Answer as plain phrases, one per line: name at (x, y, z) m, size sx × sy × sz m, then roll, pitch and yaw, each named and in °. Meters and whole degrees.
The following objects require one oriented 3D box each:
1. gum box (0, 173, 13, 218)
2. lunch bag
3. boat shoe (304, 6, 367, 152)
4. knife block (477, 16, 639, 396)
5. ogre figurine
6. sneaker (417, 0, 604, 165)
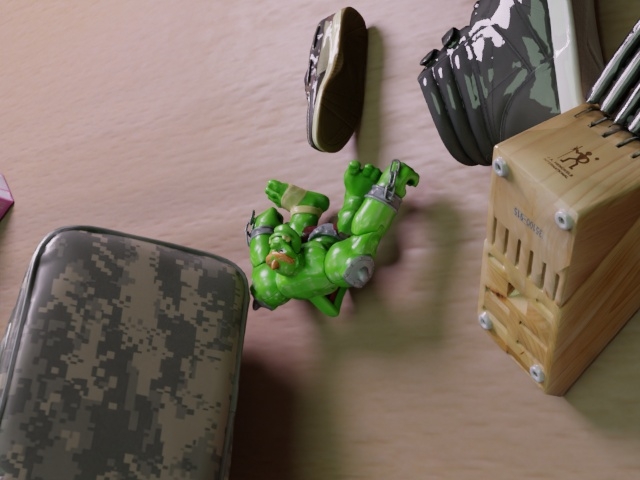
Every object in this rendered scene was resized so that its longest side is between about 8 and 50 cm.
gum box at (-0.519, -0.056, 1.293) m, size 0.107 × 0.188 × 0.062 m, roll -48°, pitch 51°, yaw 18°
lunch bag at (-0.202, 0.177, 0.909) m, size 0.256 × 0.212 × 0.305 m, roll 122°, pitch 156°, yaw -56°
boat shoe at (0.010, -0.153, 0.959) m, size 0.049 × 0.056 × 0.152 m, roll -7°, pitch 63°, yaw 45°
knife block at (0.241, -0.040, 0.715) m, size 0.088 × 0.242 × 0.276 m, roll 50°, pitch 155°, yaw 40°
ogre figurine at (0.000, 0.000, 0.896) m, size 0.197 × 0.097 × 0.118 m, roll -4°, pitch 56°, yaw 25°
sneaker at (0.147, -0.195, 0.812) m, size 0.146 × 0.104 × 0.296 m, roll -12°, pitch 74°, yaw 33°
